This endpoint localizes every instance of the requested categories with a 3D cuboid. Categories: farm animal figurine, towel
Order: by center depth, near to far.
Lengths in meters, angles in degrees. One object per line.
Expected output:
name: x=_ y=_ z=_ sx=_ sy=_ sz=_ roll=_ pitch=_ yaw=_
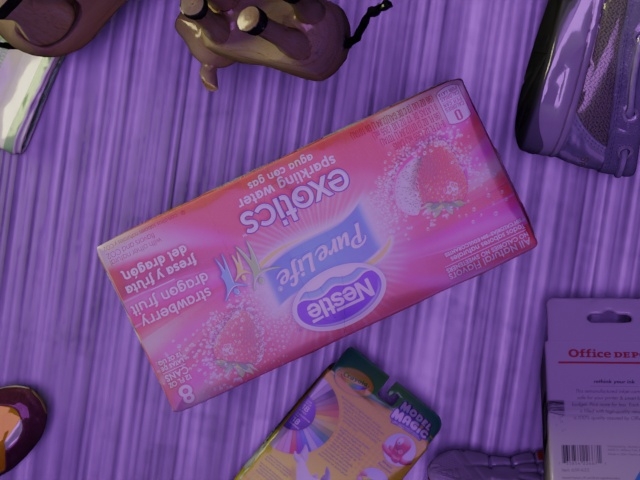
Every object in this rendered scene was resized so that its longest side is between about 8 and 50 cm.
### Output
farm animal figurine: x=-0.124 y=-0.228 z=1.377 sx=0.327 sy=0.172 sz=0.330 roll=-23 pitch=69 yaw=16
towel: x=-0.289 y=-0.147 z=1.468 sx=0.152 sy=0.023 sz=0.113 roll=23 pitch=93 yaw=1

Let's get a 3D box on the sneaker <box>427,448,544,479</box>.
sneaker: x=0.161 y=0.209 z=1.462 sx=0.158 sy=0.061 sz=0.065 roll=9 pitch=121 yaw=3

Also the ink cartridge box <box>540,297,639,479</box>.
ink cartridge box: x=0.226 y=0.137 z=1.421 sx=0.104 sy=0.060 sz=0.180 roll=1 pitch=60 yaw=3

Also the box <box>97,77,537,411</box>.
box: x=0.000 y=0.000 z=1.399 sx=0.300 sy=0.154 sz=0.142 roll=-25 pitch=92 yaw=3

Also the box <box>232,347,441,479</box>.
box: x=0.006 y=0.181 z=1.465 sx=0.105 sy=0.043 sz=0.179 roll=39 pitch=97 yaw=0

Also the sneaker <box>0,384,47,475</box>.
sneaker: x=-0.304 y=0.177 z=1.457 sx=0.185 sy=0.084 sz=0.069 roll=-29 pitch=92 yaw=4

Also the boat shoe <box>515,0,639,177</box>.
boat shoe: x=0.242 y=-0.208 z=1.400 sx=0.103 sy=0.118 sz=0.320 roll=18 pitch=98 yaw=-5
